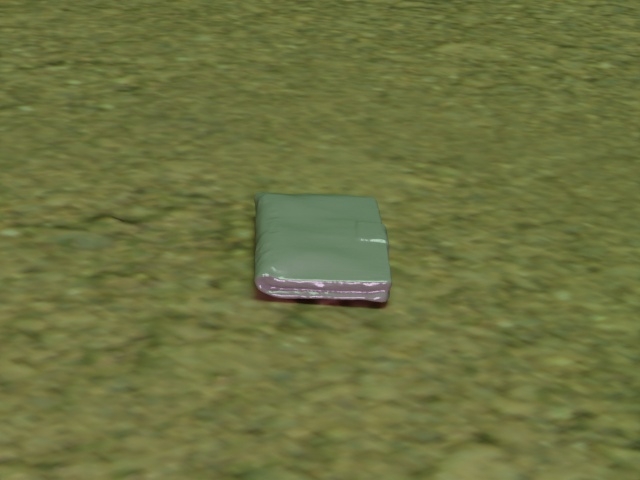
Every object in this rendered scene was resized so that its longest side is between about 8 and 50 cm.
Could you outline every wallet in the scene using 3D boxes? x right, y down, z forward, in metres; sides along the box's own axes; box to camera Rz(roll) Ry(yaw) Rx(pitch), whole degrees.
[{"bbox_3d":[0.000,0.000,0.631,0.044,0.011,0.083,4,19,-3],"label":"wallet"}]
